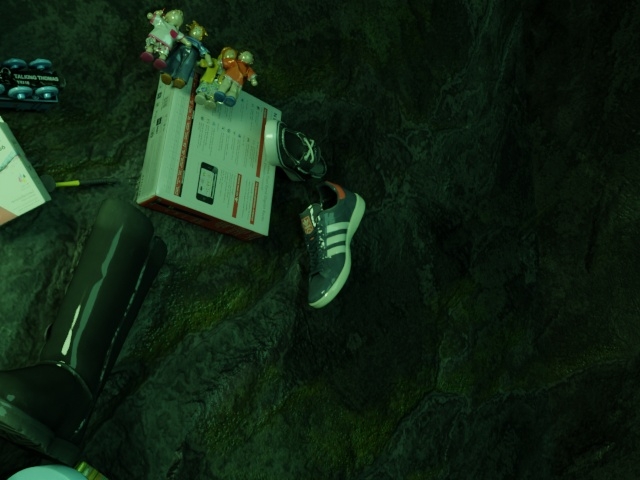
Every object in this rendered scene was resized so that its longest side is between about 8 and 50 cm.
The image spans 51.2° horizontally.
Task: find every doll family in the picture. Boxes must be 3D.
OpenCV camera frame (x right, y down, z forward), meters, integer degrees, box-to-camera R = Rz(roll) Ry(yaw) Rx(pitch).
[{"bbox_3d":[-0.263,-0.389,1.443,0.263,0.118,0.163,27,65,-16],"label":"doll family"}]

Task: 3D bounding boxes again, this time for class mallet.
[{"bbox_3d":[-0.474,-0.112,1.296,0.189,0.062,0.039,-14,91,-46],"label":"mallet"}]

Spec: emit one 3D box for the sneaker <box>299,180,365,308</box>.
[{"bbox_3d":[0.000,0.000,1.696,0.148,0.131,0.350,33,52,-26],"label":"sneaker"}]

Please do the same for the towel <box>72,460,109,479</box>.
[{"bbox_3d":[-0.391,0.518,1.243,0.237,0.021,0.102,50,56,-24],"label":"towel"}]

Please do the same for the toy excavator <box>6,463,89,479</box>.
[{"bbox_3d":[-0.372,0.570,1.063,0.445,0.222,0.433,21,66,-64],"label":"toy excavator"}]

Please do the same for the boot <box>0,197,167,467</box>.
[{"bbox_3d":[-0.407,0.123,1.127,0.146,0.367,0.445,19,64,2],"label":"boot"}]

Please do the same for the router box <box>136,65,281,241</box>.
[{"bbox_3d":[-0.242,-0.198,1.530,0.301,0.082,0.336,22,64,-39],"label":"router box"}]

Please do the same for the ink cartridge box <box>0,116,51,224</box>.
[{"bbox_3d":[-0.576,-0.129,1.161,0.115,0.067,0.198,-29,102,-6],"label":"ink cartridge box"}]

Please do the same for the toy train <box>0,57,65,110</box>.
[{"bbox_3d":[-0.566,-0.283,1.222,0.184,0.105,0.080,-10,81,-46],"label":"toy train"}]

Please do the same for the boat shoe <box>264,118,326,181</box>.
[{"bbox_3d":[-0.052,-0.211,1.605,0.301,0.102,0.108,45,46,-70],"label":"boat shoe"}]
